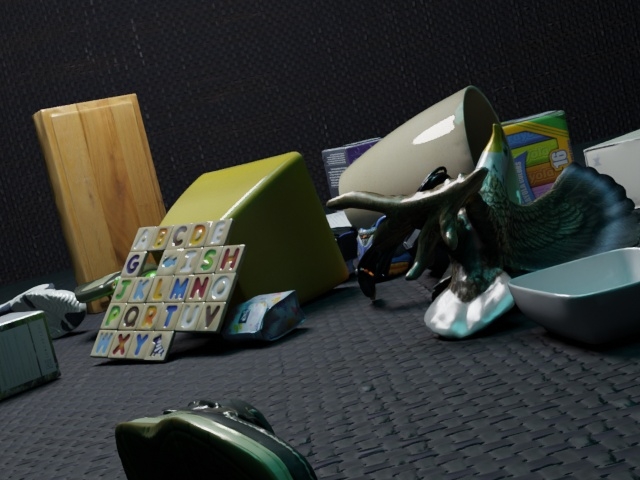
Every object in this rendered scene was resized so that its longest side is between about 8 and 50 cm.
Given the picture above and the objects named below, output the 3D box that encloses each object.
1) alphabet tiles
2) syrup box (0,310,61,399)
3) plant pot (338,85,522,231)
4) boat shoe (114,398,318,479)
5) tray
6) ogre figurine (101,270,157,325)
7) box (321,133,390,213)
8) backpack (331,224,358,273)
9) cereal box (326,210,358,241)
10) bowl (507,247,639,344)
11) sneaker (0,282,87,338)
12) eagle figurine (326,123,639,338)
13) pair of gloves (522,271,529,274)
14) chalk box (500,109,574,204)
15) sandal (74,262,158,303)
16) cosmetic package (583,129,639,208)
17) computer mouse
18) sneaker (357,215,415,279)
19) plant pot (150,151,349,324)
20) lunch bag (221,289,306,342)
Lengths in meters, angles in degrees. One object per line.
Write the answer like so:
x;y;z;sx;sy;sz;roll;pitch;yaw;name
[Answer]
-0.197;0.065;1.156;0.237;0.198;0.009;-4;-30;41;alphabet tiles
-0.460;0.167;1.108;0.096;0.093;0.236;-7;9;45;syrup box
0.179;-0.106;1.558;0.274;0.257;0.256;-17;4;27;plant pot
-0.062;0.134;0.563;0.073;0.080;0.223;-24;6;-34;boat shoe
-0.428;-0.077;1.800;0.202;0.411;0.076;-17;8;-32;tray
-0.271;0.094;1.363;0.118;0.096;0.197;-19;44;52;ogre figurine
0.109;-0.112;1.888;0.153;0.207;0.108;-18;9;-28;box
-0.001;0.026;1.432;0.114;0.084;0.105;-6;8;23;backpack
0.000;0.000;1.714;0.240;0.047;0.173;-13;19;-8;cereal box
0.253;0.049;0.776;0.142;0.053;0.142;-15;5;-13;bowl
-0.490;0.120;1.617;0.235;0.094;0.153;-22;10;30;sneaker
0.198;-0.015;0.977;0.298;0.225;0.226;17;20;-50;eagle figurine
0.266;0.027;1.124;0.198;0.023;0.159;-10;9;40;pair of gloves
0.336;-0.134;1.741;0.288;0.179;0.180;-15;7;0;chalk box
-0.315;0.098;1.539;0.120;0.086;0.303;-18;-10;13;sandal
0.594;-0.140;1.507;0.160;0.113;0.309;-8;8;43;cosmetic package
0.138;0.022;1.184;0.184;0.060;0.262;-49;-22;-3;computer mouse
0.126;-0.002;1.391;0.083;0.087;0.221;-10;7;30;sneaker
-0.121;0.017;1.295;0.212;0.212;0.187;-9;20;38;plant pot
-0.073;0.097;1.090;0.071;0.053;0.083;-10;16;44;lunch bag
